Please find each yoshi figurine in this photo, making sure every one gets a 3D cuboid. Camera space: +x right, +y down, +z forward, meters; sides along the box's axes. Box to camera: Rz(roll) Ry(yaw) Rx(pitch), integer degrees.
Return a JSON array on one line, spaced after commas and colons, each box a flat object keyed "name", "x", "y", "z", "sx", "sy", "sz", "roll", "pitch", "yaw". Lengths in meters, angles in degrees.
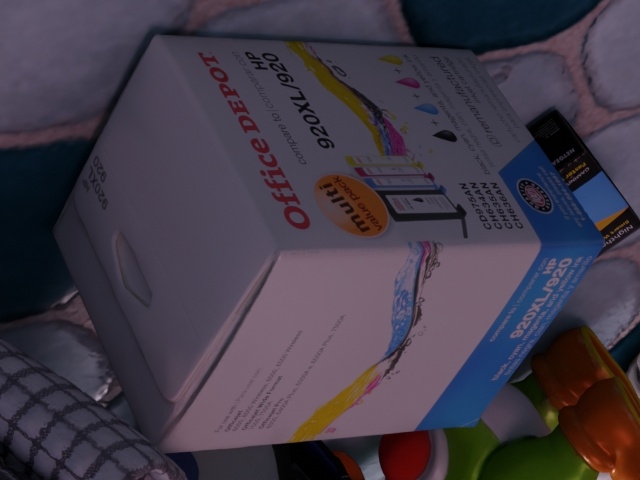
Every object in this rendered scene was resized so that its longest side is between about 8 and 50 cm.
[{"name": "yoshi figurine", "x": 0.103, "y": 0.237, "z": 1.478, "sx": 0.362, "sy": 0.203, "sz": 0.203, "roll": -31, "pitch": 154, "yaw": 8}]

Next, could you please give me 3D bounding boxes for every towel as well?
[{"name": "towel", "x": -0.184, "y": 0.153, "z": 1.084, "sx": 0.121, "sy": 0.235, "sz": 0.283, "roll": -51, "pitch": 156, "yaw": -20}]

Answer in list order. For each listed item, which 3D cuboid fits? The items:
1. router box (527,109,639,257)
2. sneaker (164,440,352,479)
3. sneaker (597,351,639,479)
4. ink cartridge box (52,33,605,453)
[{"name": "router box", "x": 0.119, "y": 0.002, "z": 1.296, "sx": 0.179, "sy": 0.046, "sz": 0.133, "roll": -36, "pitch": 147, "yaw": 9}, {"name": "sneaker", "x": -0.069, "y": 0.222, "z": 1.369, "sx": 0.182, "sy": 0.127, "sz": 0.315, "roll": -18, "pitch": 149, "yaw": -21}, {"name": "sneaker", "x": 0.285, "y": 0.113, "z": 1.552, "sx": 0.229, "sy": 0.087, "sz": 0.092, "roll": -41, "pitch": 139, "yaw": 6}, {"name": "ink cartridge box", "x": 0.000, "y": 0.000, "z": 1.085, "sx": 0.233, "sy": 0.171, "sz": 0.168, "roll": -2, "pitch": 138, "yaw": -37}]
